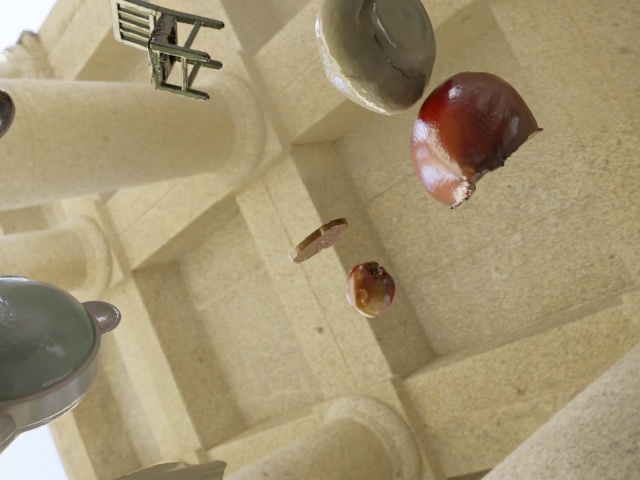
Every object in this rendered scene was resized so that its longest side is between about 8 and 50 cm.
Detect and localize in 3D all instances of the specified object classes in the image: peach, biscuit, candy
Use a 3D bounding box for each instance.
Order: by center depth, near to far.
[{"bbox_3d":[0.093,0.095,1.274,0.100,0.100,0.101,11,-73,39],"label":"peach"},{"bbox_3d":[0.271,-0.205,1.292,0.257,0.361,0.201,-41,-91,23],"label":"peach"},{"bbox_3d":[0.104,-0.376,1.320,0.185,0.295,0.296,-12,-88,46],"label":"candy"},{"bbox_3d":[-0.001,-0.001,1.334,0.140,0.118,0.023,-38,-106,19],"label":"biscuit"}]

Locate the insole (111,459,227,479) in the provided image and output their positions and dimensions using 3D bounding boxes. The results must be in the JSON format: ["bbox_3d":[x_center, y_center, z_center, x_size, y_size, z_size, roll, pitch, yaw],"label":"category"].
[{"bbox_3d":[-0.101,0.121,0.236,0.081,0.248,0.011,-9,-93,18],"label":"insole"}]

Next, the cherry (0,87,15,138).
[{"bbox_3d":[-0.606,-0.220,1.100,0.148,0.188,0.115,-35,-115,20],"label":"cherry"}]

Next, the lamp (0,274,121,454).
[{"bbox_3d":[-0.315,0.114,0.633,0.179,0.246,0.108,12,-54,12],"label":"lamp"}]

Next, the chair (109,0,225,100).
[{"bbox_3d":[-0.364,-0.435,1.511,0.270,0.147,0.136,14,-37,-2],"label":"chair"}]
